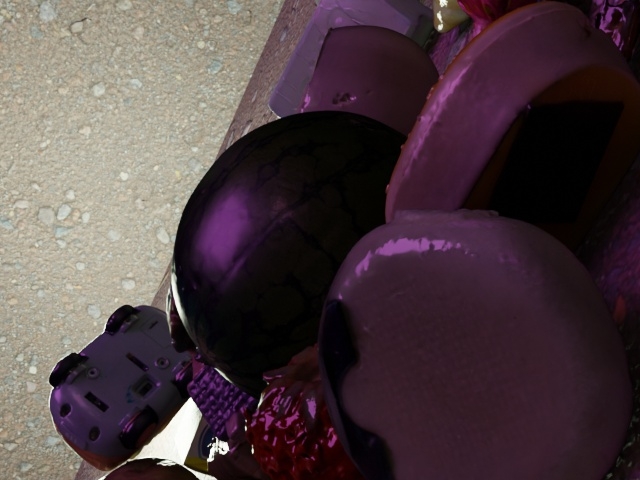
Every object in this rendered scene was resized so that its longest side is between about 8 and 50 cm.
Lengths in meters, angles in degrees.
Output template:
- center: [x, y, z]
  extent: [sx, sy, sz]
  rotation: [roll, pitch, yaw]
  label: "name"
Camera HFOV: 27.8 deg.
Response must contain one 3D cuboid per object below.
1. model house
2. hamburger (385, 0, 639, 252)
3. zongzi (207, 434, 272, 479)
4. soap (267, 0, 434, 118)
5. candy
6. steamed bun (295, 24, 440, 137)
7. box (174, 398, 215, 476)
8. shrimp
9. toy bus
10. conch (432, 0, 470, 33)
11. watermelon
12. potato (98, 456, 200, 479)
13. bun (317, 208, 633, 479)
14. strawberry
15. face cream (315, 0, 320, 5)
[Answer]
- center: [-0.098, 0.134, 1.772]
  extent: [0.237, 0.202, 0.237]
  rotation: [-46, 27, 20]
  label: "model house"
- center: [0.181, -0.086, 1.253]
  extent: [0.295, 0.227, 0.151]
  rotation: [-58, 45, 26]
  label: "hamburger"
- center: [-0.081, 0.254, 1.981]
  extent: [0.256, 0.115, 0.228]
  rotation: [-67, 9, -21]
  label: "zongzi"
- center: [0.049, -0.293, 2.133]
  extent: [0.095, 0.173, 0.289]
  rotation: [-26, -28, -52]
  label: "soap"
- center: [0.199, -0.217, 1.641]
  extent: [0.124, 0.124, 0.365]
  rotation: [-174, 98, -76]
  label: "candy"
- center: [0.057, -0.137, 1.801]
  extent: [0.324, 0.206, 0.324]
  rotation: [-158, 90, -86]
  label: "steamed bun"
- center: [-0.159, 0.268, 2.267]
  extent: [0.168, 0.097, 0.265]
  rotation: [-141, 72, -75]
  label: "box"
- center: [0.281, -0.223, 1.412]
  extent: [0.222, 0.054, 0.290]
  rotation: [131, 153, -56]
  label: "shrimp"
- center: [-0.331, 0.269, 2.238]
  extent: [0.287, 0.194, 0.232]
  rotation: [-45, -18, -35]
  label: "toy bus"
- center: [0.200, -0.405, 1.841]
  extent: [0.255, 0.127, 0.158]
  rotation: [125, 160, -45]
  label: "conch"
- center: [-0.007, 0.023, 1.524]
  extent: [0.363, 0.363, 0.363]
  rotation: [-159, 90, -76]
  label: "watermelon"
- center: [-0.267, 0.478, 2.115]
  extent: [0.237, 0.289, 0.300]
  rotation: [-56, -20, -31]
  label: "potato"
- center: [0.147, 0.104, 1.141]
  extent: [0.187, 0.293, 0.293]
  rotation: [-22, -33, -55]
  label: "bun"
- center: [0.045, 0.227, 1.327]
  extent: [0.205, 0.205, 0.244]
  rotation: [-107, -3, -68]
  label: "strawberry"
- center: [0.086, -0.458, 2.248]
  extent: [0.153, 0.177, 0.177]
  rotation: [159, 130, -74]
  label: "face cream"
